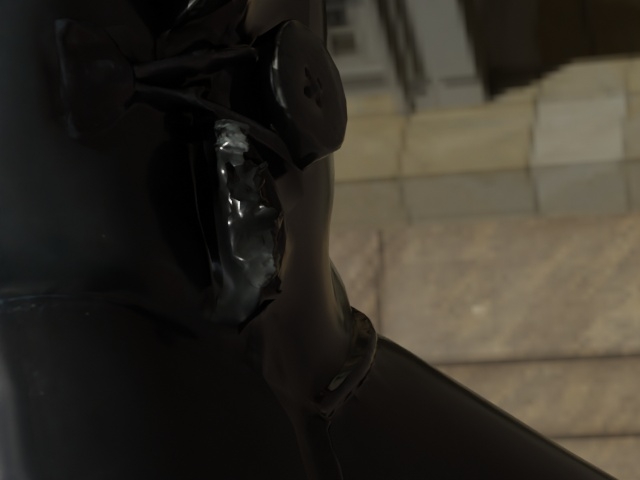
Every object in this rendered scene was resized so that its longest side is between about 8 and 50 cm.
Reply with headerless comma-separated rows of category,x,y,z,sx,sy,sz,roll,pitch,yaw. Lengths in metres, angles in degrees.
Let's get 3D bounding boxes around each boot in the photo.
boot,0.000,0.000,0.402,0.246,0.094,0.207,7,-107,-57
